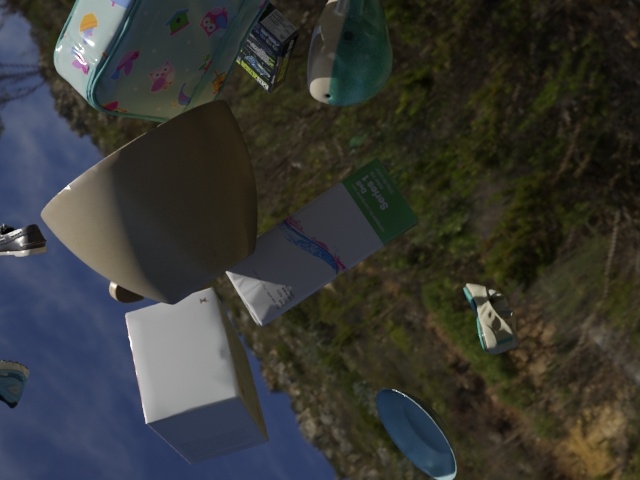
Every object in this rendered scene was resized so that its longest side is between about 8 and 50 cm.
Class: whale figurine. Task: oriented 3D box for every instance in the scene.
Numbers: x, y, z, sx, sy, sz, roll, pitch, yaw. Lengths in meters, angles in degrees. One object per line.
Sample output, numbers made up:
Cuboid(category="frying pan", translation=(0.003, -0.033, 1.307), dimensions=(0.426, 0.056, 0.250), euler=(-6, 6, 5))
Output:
Cuboid(category="whale figurine", translation=(0.070, -0.357, 1.528), dimensions=(0.141, 0.272, 0.216), euler=(17, 160, 5))

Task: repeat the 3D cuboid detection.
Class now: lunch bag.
Cuboid(category="lunch bag", translation=(-0.174, -0.280, 1.088), dimensions=(0.108, 0.279, 0.224), euler=(45, -157, 29))

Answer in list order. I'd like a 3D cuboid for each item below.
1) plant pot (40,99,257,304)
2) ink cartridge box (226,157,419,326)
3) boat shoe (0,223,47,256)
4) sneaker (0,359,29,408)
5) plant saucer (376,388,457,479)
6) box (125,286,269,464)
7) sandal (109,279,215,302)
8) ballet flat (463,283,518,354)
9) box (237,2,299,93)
Cuboid(category="plant pot", translation=(-0.193, -0.028, 1.177), dimensions=(0.191, 0.284, 0.284), euler=(57, -157, -2))
Cuboid(category="ink cartridge box", translation=(0.000, 0.000, 1.363), dimensions=(0.117, 0.278, 0.201), euler=(56, -177, -1))
Cuboid(category="boat shoe", translation=(-0.626, -0.006, 1.822), dimensions=(0.075, 0.206, 0.065), euler=(-17, -77, -43))
Cuboid(category="sneaker", translation=(-0.484, 0.197, 1.207), dimensions=(0.162, 0.063, 0.073), euler=(5, -110, -10))
Cuboid(category="plant saucer", translation=(0.177, 0.330, 1.554), dimensions=(0.037, 0.195, 0.195), euler=(-33, -102, -26))
Cuboid(category="box", translation=(-0.225, 0.268, 1.683), dimensions=(0.345, 0.168, 0.215), euler=(78, 175, -63))
Cuboid(category="sandal", translation=(-0.327, 0.071, 1.787), dimensions=(0.240, 0.088, 0.079), euler=(-7, -157, -44))
Cuboid(category="ballet flat", translation=(0.346, 0.148, 1.783), dimensions=(0.086, 0.086, 0.248), euler=(40, -162, -16))
Cuboid(category="box", translation=(-0.126, -0.353, 1.462), dimensions=(0.190, 0.045, 0.184), euler=(44, 165, 4))
